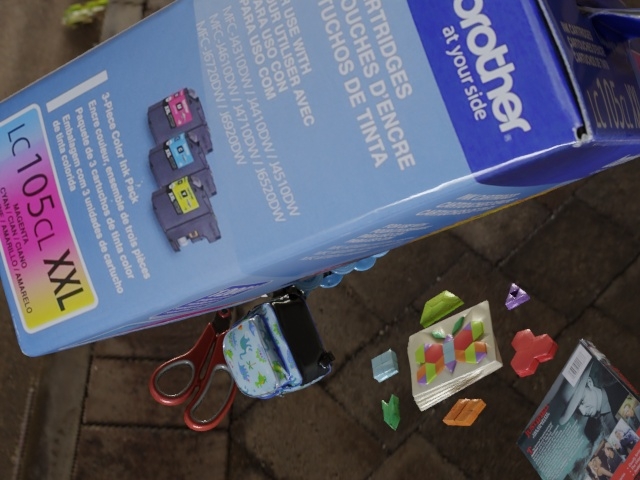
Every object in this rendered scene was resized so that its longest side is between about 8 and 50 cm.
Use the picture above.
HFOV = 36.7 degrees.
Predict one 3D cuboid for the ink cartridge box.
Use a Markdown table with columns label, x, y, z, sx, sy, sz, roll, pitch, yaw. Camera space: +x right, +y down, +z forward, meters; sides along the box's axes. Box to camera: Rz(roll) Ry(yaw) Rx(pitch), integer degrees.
| label | x | y | z | sx | sy | sz | roll | pitch | yaw |
| --- | --- | --- | --- | --- | --- | --- | --- | --- | --- |
| ink cartridge box | 0.035 | -0.074 | 0.561 | 0.395 | 0.270 | 0.151 | -23 | 85 | 28 |

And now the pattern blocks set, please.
| label | x | y | z | sx | sy | sz | roll | pitch | yaw |
| --- | --- | --- | --- | --- | --- | --- | --- | --- | --- |
| pattern blocks set | 0.228 | 0.195 | 1.660 | 0.325 | 0.026 | 0.285 | -39 | 34 | 14 |

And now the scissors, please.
| label | x | y | z | sx | sy | sz | roll | pitch | yaw |
| --- | --- | --- | --- | --- | --- | --- | --- | --- | --- |
| scissors | -0.126 | 0.118 | 1.303 | 0.109 | 0.021 | 0.297 | 25 | 55 | 5 |

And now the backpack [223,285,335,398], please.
| label | x | y | z | sx | sy | sz | roll | pitch | yaw |
| --- | --- | --- | --- | --- | --- | --- | --- | --- | --- |
| backpack | -0.056 | 0.122 | 1.059 | 0.084 | 0.114 | 0.105 | -18 | 79 | -35 |

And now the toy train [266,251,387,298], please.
| label | x | y | z | sx | sy | sz | roll | pitch | yaw |
| --- | --- | --- | --- | --- | --- | --- | --- | --- | --- |
| toy train | 0.000 | 0.000 | 1.131 | 0.184 | 0.080 | 0.105 | -25 | 80 | -24 |

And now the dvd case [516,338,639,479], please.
| label | x | y | z | sx | sy | sz | roll | pitch | yaw |
| --- | --- | --- | --- | --- | --- | --- | --- | --- | --- |
| dvd case | 0.169 | 0.126 | 0.581 | 0.013 | 0.087 | 0.119 | 18 | 19 | -26 |
